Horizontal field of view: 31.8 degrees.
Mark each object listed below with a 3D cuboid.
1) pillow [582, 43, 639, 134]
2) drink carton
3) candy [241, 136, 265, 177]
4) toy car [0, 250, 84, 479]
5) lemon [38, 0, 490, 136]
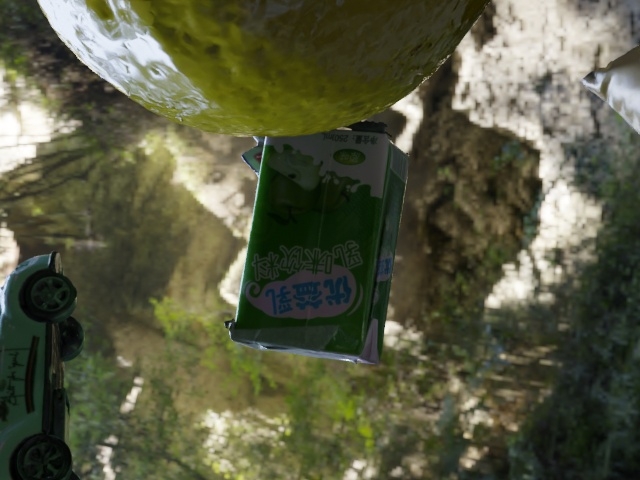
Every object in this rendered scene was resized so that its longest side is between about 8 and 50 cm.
[{"bbox_3d":[0.438,-0.135,0.994,0.119,0.310,0.312,32,-155,-50],"label":"pillow"},{"bbox_3d":[0.000,0.000,1.296,0.108,0.161,0.271,33,-116,-70],"label":"drink carton"},{"bbox_3d":[-0.051,-0.105,1.411,0.365,0.124,0.124,52,-133,-2],"label":"candy"},{"bbox_3d":[-0.308,0.160,1.151,0.136,0.125,0.305,104,161,-63],"label":"toy car"},{"bbox_3d":[-0.024,-0.164,0.554,0.263,0.236,0.235,-25,-67,-33],"label":"lemon"}]
